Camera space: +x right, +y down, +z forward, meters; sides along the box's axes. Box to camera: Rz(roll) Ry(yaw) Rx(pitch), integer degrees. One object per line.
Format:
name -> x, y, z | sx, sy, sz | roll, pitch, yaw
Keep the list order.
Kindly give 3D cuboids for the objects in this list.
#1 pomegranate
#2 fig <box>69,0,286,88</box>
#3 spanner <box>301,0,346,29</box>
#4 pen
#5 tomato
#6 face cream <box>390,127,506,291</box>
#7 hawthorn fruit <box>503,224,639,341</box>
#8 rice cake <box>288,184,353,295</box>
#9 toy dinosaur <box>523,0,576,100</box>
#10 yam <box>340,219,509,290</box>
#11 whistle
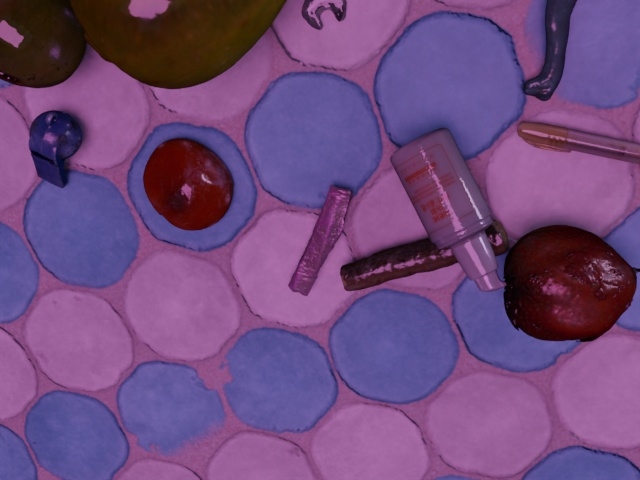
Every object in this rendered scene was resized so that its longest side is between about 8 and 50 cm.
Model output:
pomegranate -> -0.432, -0.331, 1.144 | 0.179, 0.179, 0.211 | 33, 101, -3
fig -> -0.179, -0.355, 1.043 | 0.326, 0.258, 0.258 | -26, 104, 6
spanner -> -0.014, -0.459, 1.092 | 0.071, 0.017, 0.302 | -6, 110, 13
pen -> 0.407, -0.138, 1.126 | 0.233, 0.032, 0.040 | 14, 136, 5
tomato -> -0.225, -0.085, 1.238 | 0.139, 0.091, 0.159 | -34, 99, 19
face cream -> 0.201, -0.037, 1.132 | 0.101, 0.101, 0.252 | -27, 86, 19
hawthorn fruit -> 0.390, 0.061, 1.138 | 0.235, 0.181, 0.181 | -9, 109, 1
rice cake -> 0.000, 0.000, 1.256 | 0.047, 0.036, 0.207 | 22, 114, -9
toy dinosaur -> 0.436, -0.380, 1.004 | 0.383, 0.129, 0.331 | -13, 119, 14
yam -> 0.164, 0.027, 1.224 | 0.274, 0.061, 0.061 | -16, 107, 18
whistle -> -0.439, -0.164, 1.265 | 0.090, 0.090, 0.158 | 23, 153, 1
